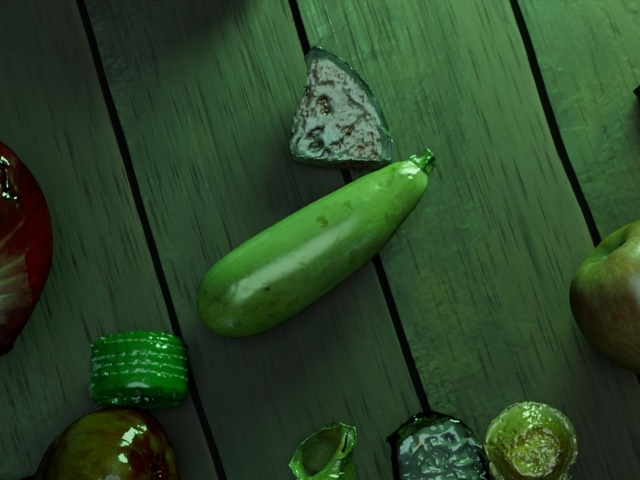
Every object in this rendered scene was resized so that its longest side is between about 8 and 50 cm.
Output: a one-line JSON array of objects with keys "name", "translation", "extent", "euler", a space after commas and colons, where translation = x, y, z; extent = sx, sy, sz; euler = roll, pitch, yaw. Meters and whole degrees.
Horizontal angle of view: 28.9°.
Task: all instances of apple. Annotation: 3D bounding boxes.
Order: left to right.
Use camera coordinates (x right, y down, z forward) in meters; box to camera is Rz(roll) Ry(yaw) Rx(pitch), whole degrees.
[{"name": "apple", "translation": [0.413, 0.073, 1.556], "extent": [0.188, 0.188, 0.174], "euler": [-37, 94, -2]}]

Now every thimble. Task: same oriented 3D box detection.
[{"name": "thimble", "translation": [-0.236, 0.170, 1.601], "extent": [0.130, 0.118, 0.090], "euler": [5, 70, -16]}]

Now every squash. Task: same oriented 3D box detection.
[{"name": "squash", "translation": [0.004, 0.007, 1.616], "extent": [0.370, 0.118, 0.118], "euler": [-32, 83, -6]}]

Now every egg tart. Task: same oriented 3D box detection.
[{"name": "egg tart", "translation": [0.272, 0.271, 1.605], "extent": [0.128, 0.049, 0.129], "euler": [0, 82, 3]}]

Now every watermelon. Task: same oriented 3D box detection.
[{"name": "watermelon", "translation": [0.013, -0.159, 1.660], "extent": [0.139, 0.071, 0.187], "euler": [-33, 91, 5]}]

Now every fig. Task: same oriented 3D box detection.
[{"name": "fig", "translation": [-0.314, 0.287, 1.572], "extent": [0.290, 0.190, 0.191], "euler": [15, 84, 19]}]

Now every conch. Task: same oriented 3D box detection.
[{"name": "conch", "translation": [0.005, 0.291, 1.598], "extent": [0.089, 0.074, 0.121], "euler": [22, 89, -6]}]

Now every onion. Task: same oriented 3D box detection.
[{"name": "onion", "translation": [-0.494, 0.025, 1.537], "extent": [0.341, 0.341, 0.341], "euler": [0, 83, 2]}]

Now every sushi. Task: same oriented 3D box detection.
[{"name": "sushi", "translation": [0.160, 0.328, 1.563], "extent": [0.124, 0.127, 0.225], "euler": [-19, 91, -1]}]

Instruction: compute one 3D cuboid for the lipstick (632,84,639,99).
[{"name": "lipstick", "translation": [0.550, -0.082, 1.632], "extent": [0.057, 0.057, 0.357], "euler": [-40, 84, -3]}]
